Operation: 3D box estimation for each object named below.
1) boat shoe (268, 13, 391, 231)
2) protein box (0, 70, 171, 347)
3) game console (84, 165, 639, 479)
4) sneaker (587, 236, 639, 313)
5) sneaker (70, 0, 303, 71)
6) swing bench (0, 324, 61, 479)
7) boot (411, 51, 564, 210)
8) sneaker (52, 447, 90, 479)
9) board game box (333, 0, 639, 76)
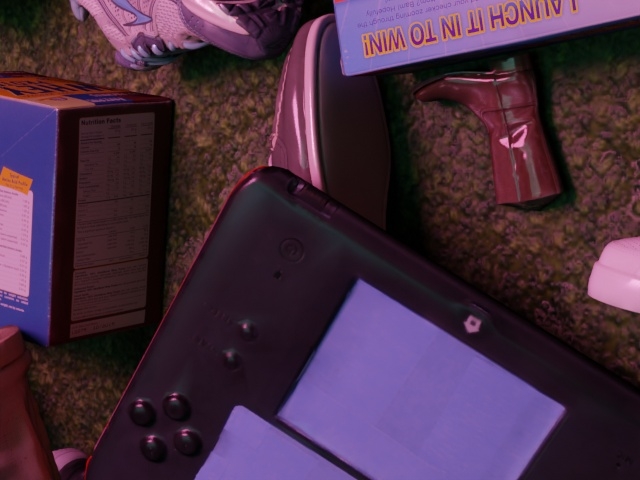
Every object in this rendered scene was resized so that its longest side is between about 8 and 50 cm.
[{"bbox_3d":[0.000,0.000,1.265,0.095,0.112,0.335,-6,96,34],"label":"boat shoe"},{"bbox_3d":[-0.250,-0.035,1.440,0.200,0.136,0.201,13,104,37],"label":"protein box"},{"bbox_3d":[0.039,0.176,1.209,0.387,0.060,0.342,32,117,6],"label":"game console"},{"bbox_3d":[0.312,-0.022,1.027,0.293,0.108,0.169,5,98,28],"label":"sneaker"},{"bbox_3d":[-0.113,-0.188,1.337,0.283,0.110,0.122,36,125,44],"label":"sneaker"},{"bbox_3d":[-0.299,0.215,1.357,0.255,0.165,0.253,-11,99,34],"label":"swing bench"},{"bbox_3d":[0.121,-0.071,1.210,0.106,0.037,0.114,-11,94,41],"label":"boot"},{"bbox_3d":[-0.218,0.333,1.486,0.153,0.101,0.268,24,108,37],"label":"sneaker"},{"bbox_3d":[0.137,-0.285,1.133,0.308,0.086,0.302,-7,92,39],"label":"board game box"}]
